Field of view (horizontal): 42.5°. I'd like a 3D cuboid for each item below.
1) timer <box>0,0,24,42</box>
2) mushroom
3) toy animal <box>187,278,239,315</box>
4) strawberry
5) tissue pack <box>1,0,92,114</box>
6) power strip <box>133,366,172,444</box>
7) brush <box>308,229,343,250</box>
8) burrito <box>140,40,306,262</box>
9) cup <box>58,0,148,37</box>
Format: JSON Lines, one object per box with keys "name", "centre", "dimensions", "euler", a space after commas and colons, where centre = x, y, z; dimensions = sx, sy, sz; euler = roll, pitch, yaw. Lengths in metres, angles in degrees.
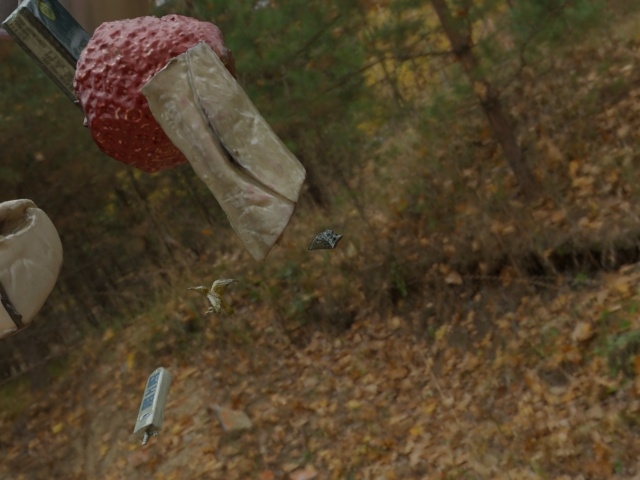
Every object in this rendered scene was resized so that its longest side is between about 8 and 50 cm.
{"name": "timer", "centre": [-0.859, -0.657, 2.302], "dimensions": [0.190, 0.209, 0.069], "euler": [5, -7, -5]}
{"name": "mushroom", "centre": [-0.783, 0.072, 1.913], "dimensions": [0.313, 0.224, 0.397], "euler": [-22, 24, 16]}
{"name": "toy animal", "centre": [-0.355, 0.196, 2.657], "dimensions": [0.155, 0.095, 0.219], "euler": [4, 25, 2]}
{"name": "strawberry", "centre": [-0.250, -0.248, 1.320], "dimensions": [0.276, 0.257, 0.257], "euler": [-16, 12, 29]}
{"name": "tissue pack", "centre": [-0.522, -0.386, 1.696], "dimensions": [0.081, 0.257, 0.185], "euler": [-34, 27, 14]}
{"name": "power strip", "centre": [-0.310, 0.306, 1.526], "dimensions": [0.047, 0.030, 0.191], "euler": [-32, 28, 20]}
{"name": "brush", "centre": [0.000, 0.000, 1.519], "dimensions": [0.034, 0.027, 0.190], "euler": [-59, 11, -8]}
{"name": "burrito", "centre": [-0.125, -0.122, 1.146], "dimensions": [0.105, 0.299, 0.143], "euler": [-35, 2, 44]}
{"name": "cup", "centre": [-0.570, -0.630, 2.134], "dimensions": [0.253, 0.372, 0.253], "euler": [2, 40, -2]}
